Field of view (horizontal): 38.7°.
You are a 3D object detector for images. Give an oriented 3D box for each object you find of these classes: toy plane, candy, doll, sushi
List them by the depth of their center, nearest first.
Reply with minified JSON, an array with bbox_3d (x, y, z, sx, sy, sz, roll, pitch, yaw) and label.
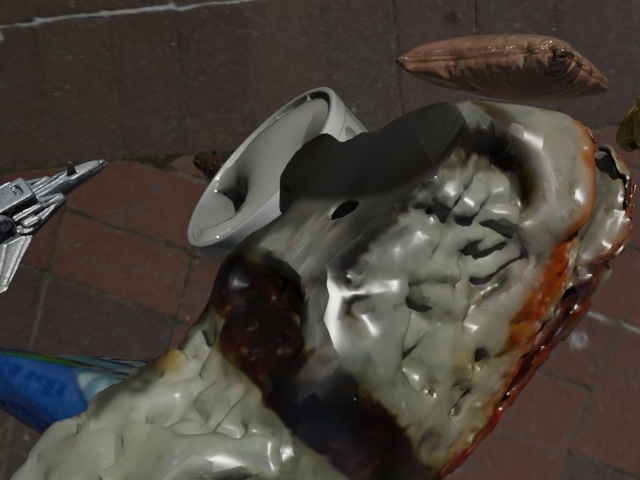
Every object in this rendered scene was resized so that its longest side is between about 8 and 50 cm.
[{"bbox_3d":[-0.008,0.061,0.389,0.130,0.124,0.332,41,86,-28],"label":"sushi"},{"bbox_3d":[-0.127,0.125,0.653,0.331,0.187,0.077,12,83,34],"label":"candy"},{"bbox_3d":[-0.102,-0.080,1.168,0.165,0.139,0.057,25,95,23],"label":"doll"},{"bbox_3d":[-0.436,-0.060,1.354,0.267,0.088,0.212,-35,69,-16],"label":"toy plane"}]

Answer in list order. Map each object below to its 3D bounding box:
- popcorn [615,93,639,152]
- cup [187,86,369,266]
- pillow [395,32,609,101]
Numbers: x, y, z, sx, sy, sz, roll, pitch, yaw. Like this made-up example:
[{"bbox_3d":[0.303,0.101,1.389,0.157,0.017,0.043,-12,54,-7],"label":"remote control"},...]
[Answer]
[{"bbox_3d":[0.344,-0.093,0.778,0.140,0.194,0.163,-29,52,5],"label":"popcorn"},{"bbox_3d":[0.011,-0.010,0.784,0.167,0.221,0.202,-45,112,8],"label":"cup"},{"bbox_3d":[0.245,-0.227,1.201,0.223,0.236,0.084,9,95,31],"label":"pillow"}]
